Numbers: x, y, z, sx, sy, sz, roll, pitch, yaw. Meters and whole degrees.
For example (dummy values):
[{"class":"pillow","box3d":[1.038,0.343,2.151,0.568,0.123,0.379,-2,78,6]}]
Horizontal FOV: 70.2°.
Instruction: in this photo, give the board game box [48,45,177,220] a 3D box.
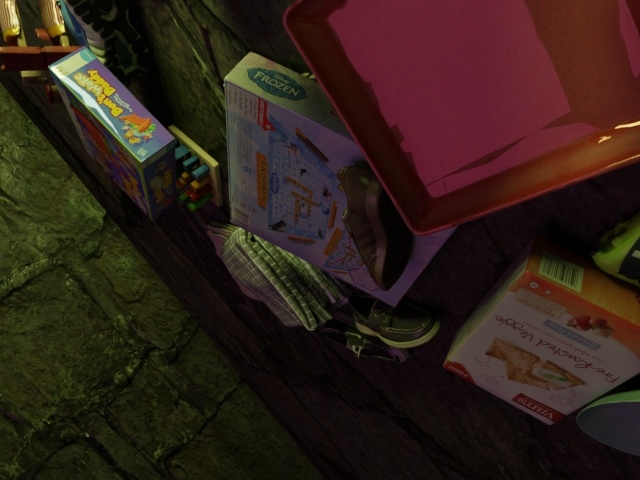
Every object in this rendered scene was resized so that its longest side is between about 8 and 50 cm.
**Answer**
[{"class":"board game box","box3d":[-0.412,-0.197,0.957,0.233,0.078,0.347,46,158,0]}]

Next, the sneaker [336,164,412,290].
[{"class":"sneaker","box3d":[0.066,-0.016,0.558,0.071,0.066,0.188,30,149,34]}]

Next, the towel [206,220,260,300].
[{"class":"towel","box3d":[-0.205,0.073,1.255,0.187,0.049,0.282,13,137,49]}]

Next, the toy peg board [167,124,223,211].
[{"class":"toy peg board","box3d":[-0.319,-0.157,1.083,0.161,0.079,0.160,40,152,15]}]

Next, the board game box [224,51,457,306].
[{"class":"board game box","box3d":[0.020,-0.059,0.648,0.318,0.065,0.318,27,150,6]}]

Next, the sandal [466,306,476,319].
[{"class":"sandal","box3d":[0.279,0.096,0.598,0.179,0.040,0.067,-22,114,46]}]

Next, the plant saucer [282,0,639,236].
[{"class":"plant saucer","box3d":[0.132,-0.153,0.387,0.259,0.047,0.259,-23,110,39]}]

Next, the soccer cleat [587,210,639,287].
[{"class":"soccer cleat","box3d":[0.312,-0.010,0.388,0.072,0.060,0.179,33,157,8]}]

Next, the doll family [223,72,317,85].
[{"class":"doll family","box3d":[-0.053,-0.183,0.667,0.193,0.076,0.111,19,136,39]}]

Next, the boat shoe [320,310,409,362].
[{"class":"boat shoe","box3d":[0.092,0.224,0.996,0.219,0.070,0.077,16,139,46]}]

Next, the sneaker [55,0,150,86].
[{"class":"sneaker","box3d":[-0.420,-0.434,0.811,0.147,0.130,0.330,38,152,13]}]

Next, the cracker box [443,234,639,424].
[{"class":"cracker box","box3d":[0.265,0.118,0.542,0.156,0.067,0.232,27,141,11]}]

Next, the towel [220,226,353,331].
[{"class":"towel","box3d":[-0.092,0.078,1.018,0.283,0.121,0.235,50,154,-4]}]

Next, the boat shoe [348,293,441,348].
[{"class":"boat shoe","box3d":[0.120,0.137,0.831,0.073,0.080,0.224,51,158,-17]}]

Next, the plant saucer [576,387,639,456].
[{"class":"plant saucer","box3d":[0.400,0.205,0.514,0.195,0.037,0.195,15,147,11]}]

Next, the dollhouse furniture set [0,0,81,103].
[{"class":"dollhouse furniture set","box3d":[-0.637,-0.450,1.017,0.374,0.152,0.201,-3,100,60]}]
